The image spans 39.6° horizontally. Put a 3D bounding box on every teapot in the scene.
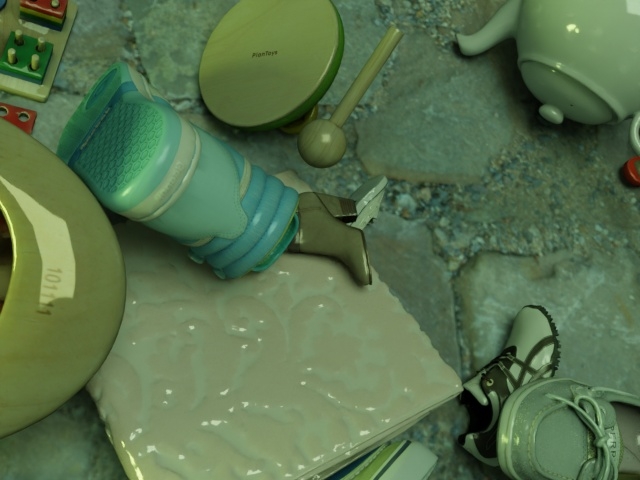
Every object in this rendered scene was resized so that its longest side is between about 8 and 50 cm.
[{"bbox_3d":[0.349,-0.229,1.131,0.253,0.256,0.187,31,92,-29],"label":"teapot"}]

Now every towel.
[{"bbox_3d":[-0.077,0.092,0.870,0.317,0.053,0.331,-21,58,-26],"label":"towel"}]

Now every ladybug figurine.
[{"bbox_3d":[-0.385,0.021,0.742,0.450,0.162,0.304,13,83,-5],"label":"ladybug figurine"}]

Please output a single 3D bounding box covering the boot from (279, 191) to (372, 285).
[{"bbox_3d":[0.000,0.000,0.905,0.087,0.042,0.118,-7,52,-9],"label":"boot"}]

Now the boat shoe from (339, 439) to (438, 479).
[{"bbox_3d":[-0.023,0.258,0.715,0.094,0.109,0.302,38,58,20],"label":"boat shoe"}]

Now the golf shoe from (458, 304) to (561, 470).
[{"bbox_3d":[0.206,0.152,0.982,0.094,0.077,0.198,21,61,-11],"label":"golf shoe"}]

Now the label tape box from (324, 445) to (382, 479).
[{"bbox_3d":[-0.003,0.315,0.818,0.241,0.106,0.333,-34,83,-29],"label":"label tape box"}]

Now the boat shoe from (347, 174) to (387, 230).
[{"bbox_3d":[0.051,-0.035,1.032,0.035,0.035,0.100,54,53,-24],"label":"boat shoe"}]

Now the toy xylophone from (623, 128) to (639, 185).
[{"bbox_3d":[0.512,-0.029,1.168,0.236,0.081,0.322,-6,70,-21],"label":"toy xylophone"}]

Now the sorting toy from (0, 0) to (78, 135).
[{"bbox_3d":[-0.344,-0.224,0.956,0.132,0.046,0.274,16,64,-13],"label":"sorting toy"}]

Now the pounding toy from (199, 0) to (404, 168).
[{"bbox_3d":[-0.018,-0.181,1.015,0.237,0.110,0.182,33,89,35],"label":"pounding toy"}]

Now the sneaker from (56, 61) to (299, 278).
[{"bbox_3d":[-0.136,-0.059,0.882,0.208,0.319,0.127,34,97,-32],"label":"sneaker"}]

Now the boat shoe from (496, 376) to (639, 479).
[{"bbox_3d":[0.314,0.211,0.933,0.321,0.103,0.118,16,75,-34],"label":"boat shoe"}]
